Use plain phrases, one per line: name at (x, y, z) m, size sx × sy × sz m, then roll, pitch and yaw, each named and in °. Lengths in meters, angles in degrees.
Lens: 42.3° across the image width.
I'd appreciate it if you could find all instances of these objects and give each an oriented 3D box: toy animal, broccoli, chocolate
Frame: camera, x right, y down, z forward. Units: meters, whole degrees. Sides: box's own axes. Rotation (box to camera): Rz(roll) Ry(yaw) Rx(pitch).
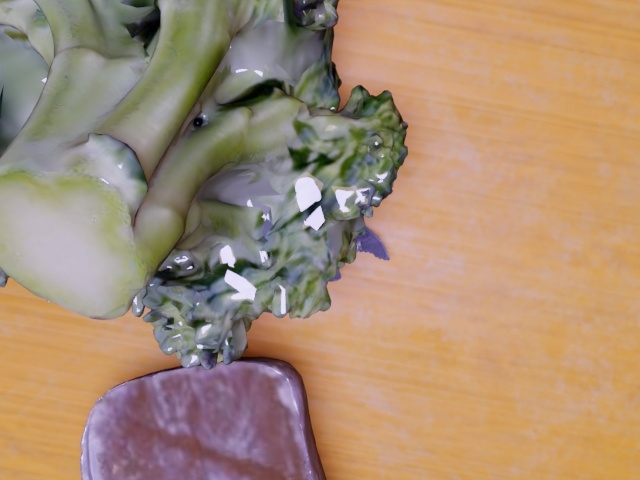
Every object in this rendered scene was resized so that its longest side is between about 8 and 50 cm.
toy animal at (0.000, 0.000, 0.536) m, size 0.084 × 0.028 × 0.050 m, roll -10°, pitch 107°, yaw 1°
broccoli at (-0.098, -0.066, 0.437) m, size 0.287 × 0.235 × 0.260 m, roll 23°, pitch 60°, yaw -8°
chocolate at (-0.050, 0.195, 0.531) m, size 0.156 × 0.080 × 0.254 m, roll -13°, pitch 94°, yaw 16°
